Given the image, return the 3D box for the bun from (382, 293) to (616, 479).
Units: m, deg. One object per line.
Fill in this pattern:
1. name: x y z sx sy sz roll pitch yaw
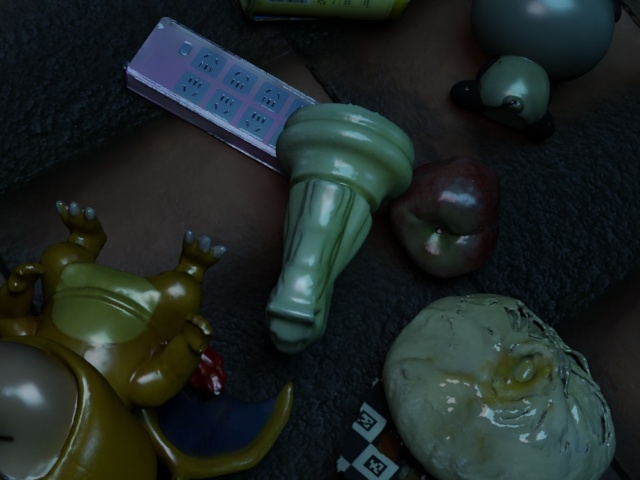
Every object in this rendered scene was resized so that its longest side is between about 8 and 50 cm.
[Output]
1. bun: 0.214 0.170 1.518 0.287 0.146 0.287 14 43 -13

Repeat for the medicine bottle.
1. medicine bottle: 0.012 -0.357 1.765 0.239 0.124 0.124 0 65 -17

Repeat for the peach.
1. peach: 0.169 -0.038 1.644 0.152 0.152 0.152 6 63 -13

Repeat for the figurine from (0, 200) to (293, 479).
1. figurine: -0.226 0.174 1.352 0.401 0.268 0.387 24 58 -9

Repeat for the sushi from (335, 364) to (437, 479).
1. sushi: 0.155 0.282 1.519 0.280 0.043 0.192 28 43 0

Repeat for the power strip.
1. power strip: -0.118 -0.183 1.686 0.279 0.037 0.109 29 61 0

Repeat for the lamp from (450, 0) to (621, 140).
1. lamp: 0.291 -0.272 1.777 0.198 0.198 0.243 23 83 -4

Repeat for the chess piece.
1. chess piece: 0.000 0.000 1.538 0.176 0.176 0.298 20 66 -6
